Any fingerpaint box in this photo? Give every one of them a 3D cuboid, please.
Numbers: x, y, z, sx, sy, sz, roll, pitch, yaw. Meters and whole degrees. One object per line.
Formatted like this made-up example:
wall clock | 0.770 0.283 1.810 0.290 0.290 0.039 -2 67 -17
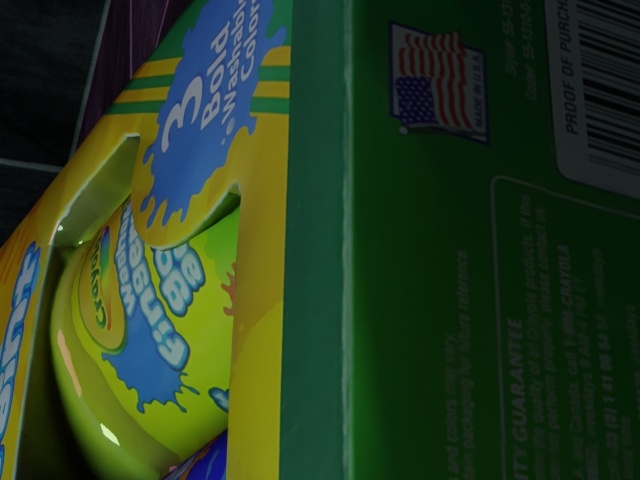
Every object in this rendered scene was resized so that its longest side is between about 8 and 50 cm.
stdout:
fingerpaint box | -0.017 0.144 0.573 0.371 0.163 0.445 -41 41 52
